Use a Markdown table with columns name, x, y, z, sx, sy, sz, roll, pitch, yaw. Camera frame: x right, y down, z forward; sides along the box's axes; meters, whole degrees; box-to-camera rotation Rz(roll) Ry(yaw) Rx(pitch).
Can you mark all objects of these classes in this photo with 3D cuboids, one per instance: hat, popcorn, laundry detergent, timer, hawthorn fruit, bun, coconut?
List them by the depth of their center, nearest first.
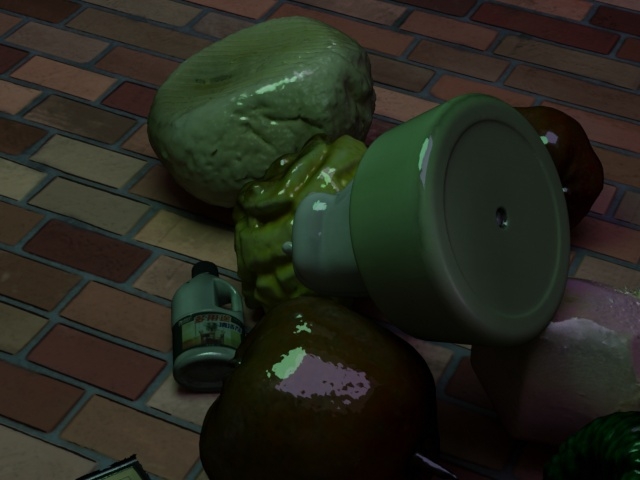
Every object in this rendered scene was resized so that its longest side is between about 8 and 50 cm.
| name | x | y | z | sx | sy | sz | roll | pitch | yaw |
| --- | --- | --- | --- | --- | --- | --- | --- | --- | --- |
| hat | 0.394 | 0.358 | 1.540 | 0.332 | 0.242 | 0.274 | 39 | -1 | -6 |
| hawthorn fruit | 0.021 | 0.221 | 1.640 | 0.301 | 0.267 | 0.268 | 28 | 42 | 13 |
| timer | 0.093 | -0.006 | 1.688 | 0.315 | 0.290 | 0.291 | -10 | 23 | 42 |
| coconut | 0.309 | 0.150 | 1.769 | 0.245 | 0.233 | 0.233 | 13 | 38 | 5 |
| laundry detergent | -0.153 | 0.108 | 1.924 | 0.099 | 0.070 | 0.225 | -8 | 37 | -1 |
| popcorn | -0.005 | -0.007 | 1.945 | 0.237 | 0.293 | 0.293 | 45 | 42 | -8 |
| hawthorn fruit | 0.318 | -0.114 | 2.168 | 0.208 | 0.208 | 0.248 | 0 | 21 | -4 |
| bun | -0.081 | -0.182 | 2.171 | 0.349 | 0.227 | 0.352 | -2 | 35 | 36 |

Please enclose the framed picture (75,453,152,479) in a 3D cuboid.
| name | x | y | z | sx | sy | sz | roll | pitch | yaw |
| --- | --- | --- | --- | --- | --- | --- | --- | --- | --- |
| framed picture | -0.260 | 0.348 | 1.647 | 0.199 | 0.010 | 0.195 | -20 | 43 | -27 |
